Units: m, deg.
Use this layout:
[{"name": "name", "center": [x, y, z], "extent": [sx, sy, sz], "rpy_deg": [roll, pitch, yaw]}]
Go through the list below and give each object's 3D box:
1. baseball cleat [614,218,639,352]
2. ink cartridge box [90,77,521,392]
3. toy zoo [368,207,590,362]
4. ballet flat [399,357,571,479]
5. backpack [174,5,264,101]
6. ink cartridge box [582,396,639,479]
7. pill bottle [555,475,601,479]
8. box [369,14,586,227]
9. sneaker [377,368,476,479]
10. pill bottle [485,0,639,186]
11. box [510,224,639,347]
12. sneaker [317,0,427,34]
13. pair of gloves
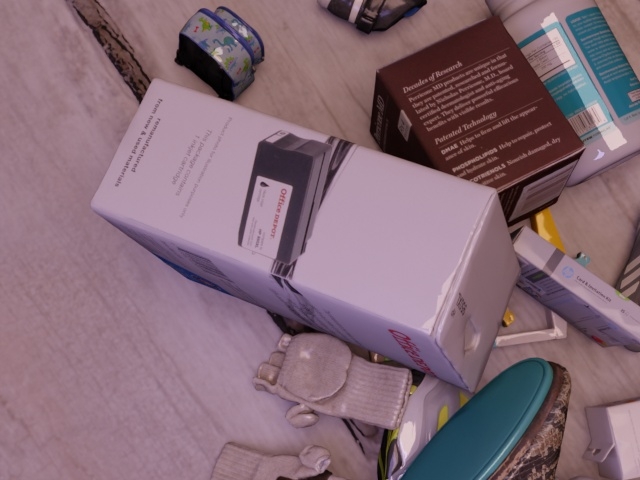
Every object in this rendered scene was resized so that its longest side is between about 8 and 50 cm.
[{"name": "baseball cleat", "center": [0.417, 0.037, 1.417], "extent": [0.072, 0.109, 0.205], "rpy_deg": [12, 83, -7]}, {"name": "ink cartridge box", "center": [0.000, 0.000, 1.245], "extent": [0.395, 0.285, 0.166], "rpy_deg": [20, 79, 20]}, {"name": "toy zoo", "center": [0.194, 0.043, 1.440], "extent": [0.293, 0.030, 0.192], "rpy_deg": [-8, 82, -6]}, {"name": "ballet flat", "center": [0.111, 0.336, 1.208], "extent": [0.483, 0.164, 0.182], "rpy_deg": [-40, 105, -13]}, {"name": "backpack", "center": [-0.124, -0.239, 1.417], "extent": [0.105, 0.114, 0.084], "rpy_deg": [40, 81, 3]}, {"name": "ink cartridge box", "center": [0.395, 0.236, 1.394], "extent": [0.143, 0.092, 0.089], "rpy_deg": [-10, 82, -6]}, {"name": "pill bottle", "center": [0.345, 0.371, 1.335], "extent": [0.283, 0.160, 0.160], "rpy_deg": [20, 80, 0]}, {"name": "box", "center": [0.181, -0.122, 1.374], "extent": [0.167, 0.168, 0.203], "rpy_deg": [-27, 71, -10]}, {"name": "sneaker", "center": [0.125, 0.350, 1.332], "extent": [0.147, 0.145, 0.384], "rpy_deg": [14, 82, -1]}, {"name": "pill bottle", "center": [0.307, -0.210, 1.429], "extent": [0.146, 0.146, 0.264], "rpy_deg": [-26, 84, -7]}, {"name": "box", "center": [0.291, 0.058, 1.356], "extent": [0.186, 0.145, 0.038], "rpy_deg": [36, 82, 2]}, {"name": "sneaker", "center": [0.102, -0.362, 1.477], "extent": [0.121, 0.079, 0.216], "rpy_deg": [35, 89, -2]}, {"name": "pair of gloves", "center": [-0.019, 0.225, 1.339], "extent": [0.204, 0.042, 0.240], "rpy_deg": [19, 78, 35]}]
